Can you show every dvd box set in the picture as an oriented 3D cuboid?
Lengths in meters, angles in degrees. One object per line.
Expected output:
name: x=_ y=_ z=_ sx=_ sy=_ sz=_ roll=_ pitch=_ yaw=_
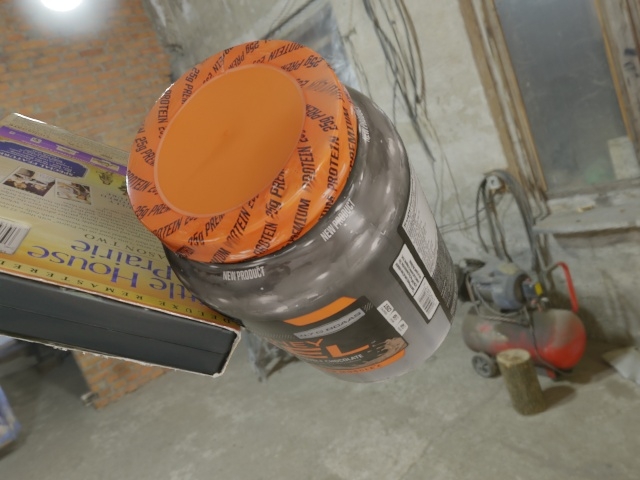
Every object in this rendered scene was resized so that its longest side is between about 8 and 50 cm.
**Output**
dvd box set: x=-0.260 y=-0.024 z=0.604 sx=0.308 sy=0.062 sz=0.420 roll=18 pitch=19 yaw=-22

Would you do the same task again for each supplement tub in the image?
supplement tub: x=0.000 y=0.000 z=0.479 sx=0.207 sy=0.207 sz=0.338 roll=-18 pitch=-31 yaw=15
